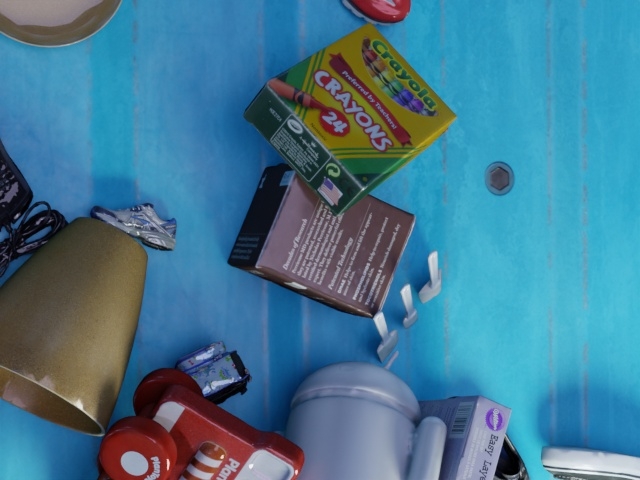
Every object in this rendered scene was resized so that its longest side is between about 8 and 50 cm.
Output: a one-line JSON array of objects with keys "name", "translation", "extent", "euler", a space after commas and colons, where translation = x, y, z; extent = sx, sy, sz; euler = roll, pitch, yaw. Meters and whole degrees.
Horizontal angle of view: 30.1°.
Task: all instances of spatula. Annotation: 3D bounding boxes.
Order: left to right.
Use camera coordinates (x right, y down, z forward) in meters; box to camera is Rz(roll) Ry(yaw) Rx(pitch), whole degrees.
[{"name": "spatula", "translation": [0.134, 0.094, 1.800], "extent": [0.019, 0.242, 0.168], "euler": [40, 80, 18]}]

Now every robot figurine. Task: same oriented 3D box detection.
[{"name": "robot figurine", "translation": [0.040, 0.326, 1.738], "extent": [0.199, 0.300, 0.353], "euler": [53, 38, -45]}]

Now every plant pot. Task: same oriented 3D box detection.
[{"name": "plant pot", "translation": [-0.395, -0.392, 1.699], "extent": [0.236, 0.032, 0.236], "euler": [-1, 92, -20]}, {"name": "plant pot", "translation": [-0.349, 0.103, 1.643], "extent": [0.237, 0.237, 0.254], "euler": [31, 66, -17]}]

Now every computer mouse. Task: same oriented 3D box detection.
[{"name": "computer mouse", "translation": [-0.489, -0.081, 1.658], "extent": [0.189, 0.072, 0.272], "euler": [-30, 113, -18]}]

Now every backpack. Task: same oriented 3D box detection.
[{"name": "backpack", "translation": [-0.172, 0.205, 1.754], "extent": [0.114, 0.105, 0.084], "euler": [-27, 77, -16]}]

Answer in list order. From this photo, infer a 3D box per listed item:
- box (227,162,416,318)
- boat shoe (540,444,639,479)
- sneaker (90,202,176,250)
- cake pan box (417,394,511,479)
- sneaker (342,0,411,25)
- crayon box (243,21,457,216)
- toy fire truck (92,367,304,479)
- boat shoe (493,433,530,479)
[{"name": "box", "translation": [0.000, 0.000, 1.771], "extent": [0.203, 0.168, 0.167], "euler": [24, 84, -17]}, {"name": "boat shoe", "translation": [0.510, 0.418, 1.982], "extent": [0.335, 0.121, 0.119], "euler": [16, 82, -21]}, {"name": "sneaker", "translation": [-0.272, -0.030, 1.745], "extent": [0.135, 0.052, 0.058], "euler": [22, 74, -26]}, {"name": "cake pan box", "translation": [0.166, 0.358, 1.775], "extent": [0.070, 0.246, 0.266], "euler": [25, 70, -20]}, {"name": "sneaker", "translation": [0.059, -0.455, 1.808], "extent": [0.107, 0.118, 0.279], "euler": [-32, 101, -15]}, {"name": "crayon box", "translation": [0.062, -0.193, 1.737], "extent": [0.202, 0.081, 0.318], "euler": [47, 45, 4]}, {"name": "toy fire truck", "translation": [-0.193, 0.345, 1.650], "extent": [0.254, 0.169, 0.302], "euler": [32, 116, -2]}, {"name": "boat shoe", "translation": [0.298, 0.367, 1.932], "extent": [0.080, 0.076, 0.228], "euler": [-30, 100, -16]}]
